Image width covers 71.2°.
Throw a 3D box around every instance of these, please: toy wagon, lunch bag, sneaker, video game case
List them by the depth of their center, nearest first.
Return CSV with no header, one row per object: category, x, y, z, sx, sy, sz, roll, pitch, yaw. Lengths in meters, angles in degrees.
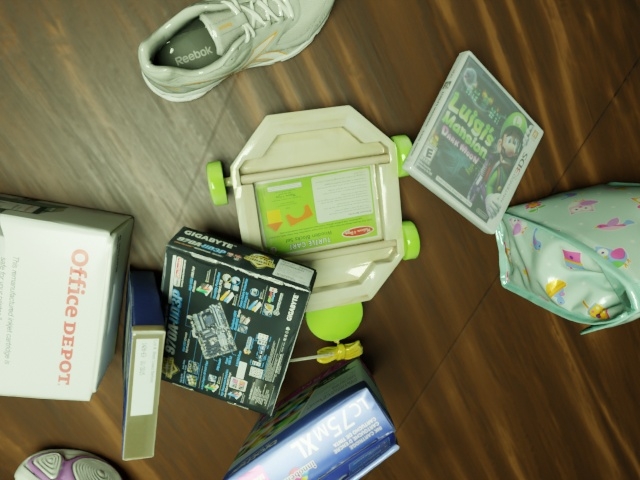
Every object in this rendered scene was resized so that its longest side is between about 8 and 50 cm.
sneaker,-0.088,-0.242,0.514,0.262,0.121,0.099,-32,107,-2
lunch bag,0.399,0.018,0.593,0.223,0.262,0.160,-15,105,-8
video game case,0.216,-0.126,0.612,0.190,0.022,0.173,30,85,-30
toy wagon,0.000,0.000,0.615,0.266,0.068,0.345,-9,105,-8
sneaker,-0.310,0.420,0.627,0.152,0.114,0.305,-44,106,0

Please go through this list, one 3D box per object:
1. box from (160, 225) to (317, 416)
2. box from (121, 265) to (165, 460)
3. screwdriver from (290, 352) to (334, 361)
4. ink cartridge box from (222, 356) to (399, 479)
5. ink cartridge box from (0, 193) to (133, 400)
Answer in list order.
box,-0.116,0.111,0.571,0.175,0.051,0.221,18,118,2
box,-0.212,0.123,0.526,0.036,0.225,0.137,3,103,-26
screwdriver,-0.056,0.175,0.630,0.169,0.024,0.025,-9,94,21
ink cartridge box,-0.011,0.228,0.542,0.185,0.311,0.065,-34,86,-2
ink cartridge box,-0.391,0.056,0.525,0.288,0.121,0.211,10,101,-13
